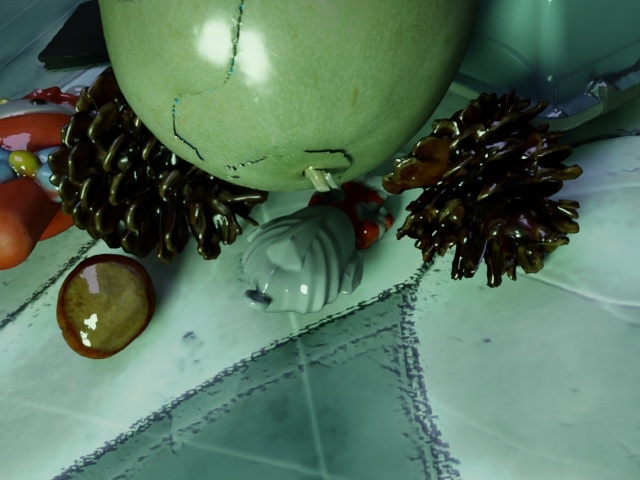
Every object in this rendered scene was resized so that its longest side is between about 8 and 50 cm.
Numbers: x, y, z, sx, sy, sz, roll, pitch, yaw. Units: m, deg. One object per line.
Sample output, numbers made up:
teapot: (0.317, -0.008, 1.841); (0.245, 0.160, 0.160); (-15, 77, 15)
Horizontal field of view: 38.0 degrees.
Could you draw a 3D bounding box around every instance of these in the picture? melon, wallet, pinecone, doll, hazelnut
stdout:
melon: (-0.019, -0.183, 0.634); (0.268, 0.268, 0.330); (-13, 62, 16)
wallet: (-0.220, -0.260, 1.117); (0.244, 0.025, 0.124); (-1, 48, 30)
pinecone: (-0.120, -0.055, 0.760); (0.165, 0.163, 0.163); (29, 64, 19)
pinecone: (0.114, -0.031, 0.633); (0.140, 0.140, 0.121); (-32, 75, -4)
doll: (0.000, 0.000, 0.702); (0.094, 0.079, 0.180); (28, 48, 17)
hazelnut: (-0.173, 0.049, 0.742); (0.086, 0.086, 0.086); (-15, 42, 14)
doll: (-0.277, -0.062, 0.867); (0.160, 0.130, 0.290); (-11, 29, 13)

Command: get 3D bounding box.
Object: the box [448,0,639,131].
box: (0.167, -0.184, 0.750); (0.162, 0.130, 0.227); (-27, 39, -22)
